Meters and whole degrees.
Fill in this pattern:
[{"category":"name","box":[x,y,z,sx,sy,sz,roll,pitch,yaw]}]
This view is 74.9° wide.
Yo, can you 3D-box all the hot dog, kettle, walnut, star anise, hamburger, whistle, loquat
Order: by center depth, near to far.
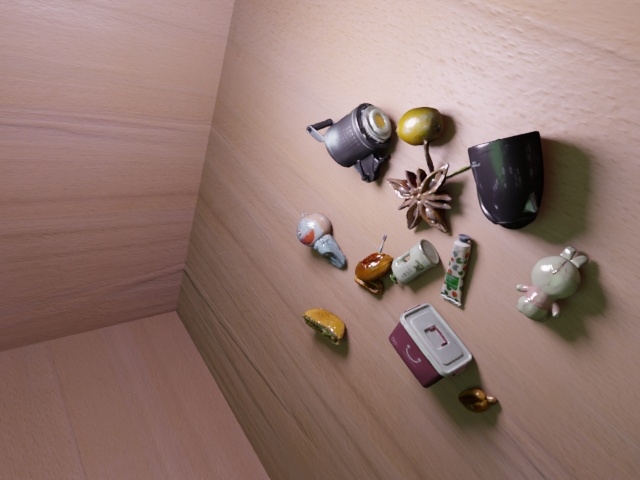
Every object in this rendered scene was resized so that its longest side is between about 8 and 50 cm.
[{"category":"kettle","box":[0.590,-0.180,1.341,0.268,0.207,0.290,-161,56,-77]},{"category":"loquat","box":[0.365,-0.425,1.560,0.195,0.152,0.152,12,106,51]},{"category":"hot dog","box":[0.587,0.597,1.566,0.140,0.060,0.090,-44,68,51]},{"category":"star anise","box":[0.397,-0.185,1.594,0.292,0.109,0.349,-23,96,43]},{"category":"walnut","box":[0.238,0.116,1.836,0.207,0.116,0.116,-29,75,38]},{"category":"hot dog","box":[0.221,0.193,1.922,0.165,0.045,0.071,31,118,42]},{"category":"whistle","box":[0.000,0.000,2.064,0.348,0.189,0.189,54,134,14]},{"category":"hamburger","box":[0.030,0.421,2.124,0.262,0.131,0.124,27,151,38]}]

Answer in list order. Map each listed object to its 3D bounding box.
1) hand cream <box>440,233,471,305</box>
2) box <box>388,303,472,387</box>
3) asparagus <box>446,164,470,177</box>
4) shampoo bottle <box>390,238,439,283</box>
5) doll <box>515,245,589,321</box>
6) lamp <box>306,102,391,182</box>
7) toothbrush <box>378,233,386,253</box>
[{"category":"hand cream","box":[0.511,0.110,1.566,0.095,0.059,0.276,29,122,46]},{"category":"box","box":[0.417,0.415,1.635,0.294,0.193,0.167,55,141,27]},{"category":"asparagus","box":[0.490,-0.248,1.554,0.016,0.013,0.166,43,144,-19]},{"category":"shampoo bottle","box":[0.366,0.102,1.705,0.234,0.087,0.118,-45,66,44]},{"category":"doll","box":[0.708,0.148,1.295,0.155,0.113,0.275,48,131,37]},{"category":"lamp","box":[0.157,-0.451,1.753,0.374,0.205,0.272,49,137,10]},{"category":"toothbrush","box":[0.264,0.044,1.868,0.011,0.014,0.167,-126,45,-52]}]
